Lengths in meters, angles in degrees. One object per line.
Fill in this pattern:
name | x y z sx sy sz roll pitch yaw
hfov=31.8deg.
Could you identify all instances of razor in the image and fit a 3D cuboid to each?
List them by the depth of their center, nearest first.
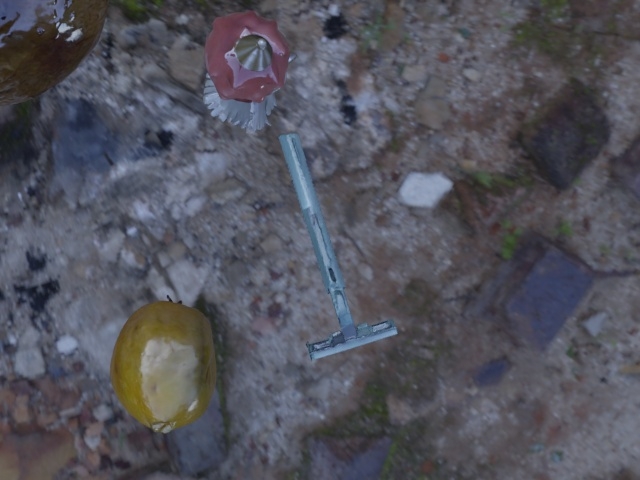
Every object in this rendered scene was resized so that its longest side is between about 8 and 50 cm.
razor | -0.001 -0.002 1.032 0.084 0.036 0.211 -18 80 0

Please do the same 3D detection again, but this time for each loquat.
loquat | -0.253 0.199 1.833 0.176 0.187 0.234 5 65 -13

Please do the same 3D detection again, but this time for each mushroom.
mushroom | -0.263 -0.187 0.789 0.231 0.138 0.194 1 104 15

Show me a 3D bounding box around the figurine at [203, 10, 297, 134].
figurine | -0.118 -0.302 1.914 0.166 0.387 0.207 -11 80 -11
